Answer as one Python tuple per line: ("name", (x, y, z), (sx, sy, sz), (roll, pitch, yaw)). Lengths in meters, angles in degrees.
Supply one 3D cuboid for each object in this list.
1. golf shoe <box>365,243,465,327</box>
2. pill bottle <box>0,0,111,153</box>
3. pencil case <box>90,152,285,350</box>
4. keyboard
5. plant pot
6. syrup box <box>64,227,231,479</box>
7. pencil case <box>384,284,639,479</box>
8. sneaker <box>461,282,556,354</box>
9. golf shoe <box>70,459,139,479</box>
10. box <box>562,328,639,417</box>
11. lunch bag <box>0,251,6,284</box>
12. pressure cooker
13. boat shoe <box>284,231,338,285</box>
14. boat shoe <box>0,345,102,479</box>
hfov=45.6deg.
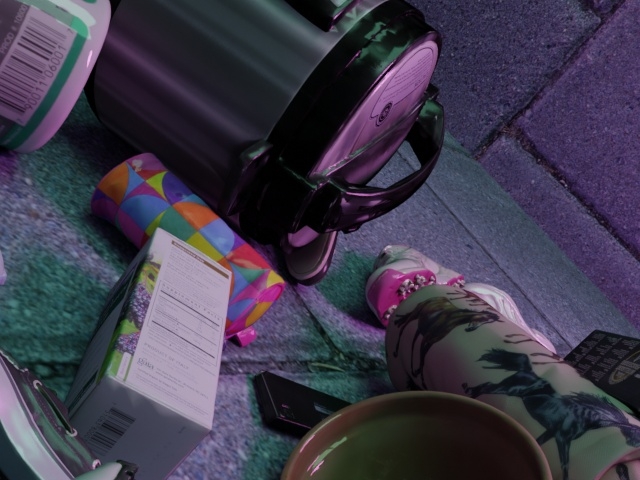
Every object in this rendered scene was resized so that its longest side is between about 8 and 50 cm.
("golf shoe", (0.125, 0.066, 1.223), (0.140, 0.115, 0.306), (39, 11, 24))
("pill bottle", (-0.411, -0.249, 0.739), (0.361, 0.204, 0.204), (28, 24, -33))
("pencil case", (-0.147, 0.010, 0.846), (0.236, 0.104, 0.104), (46, 21, 10))
("keyboard", (0.010, 0.207, 0.834), (0.180, 0.023, 0.108), (27, 19, -33))
("plant pot", (0.087, 0.250, 0.684), (0.237, 0.238, 0.109), (-93, 174, -62))
("syrup box", (-0.148, 0.095, 0.673), (0.096, 0.093, 0.237), (34, 22, -19))
("pencil case", (0.221, 0.201, 0.845), (0.410, 0.160, 0.183), (-136, -154, -62))
("sneaker", (0.324, 0.167, 1.344), (0.232, 0.090, 0.115), (40, 25, 2))
("golf shoe", (-0.187, 0.172, 0.409), (0.094, 0.077, 0.198), (35, 42, 16))
("box", (0.459, 0.254, 0.893), (0.318, 0.097, 0.395), (47, 1, 5))
("lunch bag", (-0.307, 0.012, 0.617), (0.083, 0.053, 0.071), (37, 16, 17))
("pressure cooker", (-0.040, -0.192, 0.995), (0.420, 0.369, 0.375), (37, -6, 11))
("boat shoe", (0.000, 0.000, 1.152), (0.079, 0.084, 0.233), (61, 17, -26))
("boat shoe", (-0.203, 0.134, 0.524), (0.228, 0.080, 0.076), (47, 15, 11))
